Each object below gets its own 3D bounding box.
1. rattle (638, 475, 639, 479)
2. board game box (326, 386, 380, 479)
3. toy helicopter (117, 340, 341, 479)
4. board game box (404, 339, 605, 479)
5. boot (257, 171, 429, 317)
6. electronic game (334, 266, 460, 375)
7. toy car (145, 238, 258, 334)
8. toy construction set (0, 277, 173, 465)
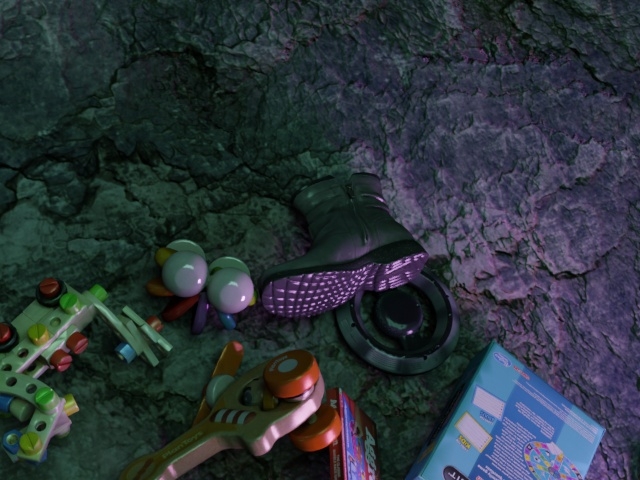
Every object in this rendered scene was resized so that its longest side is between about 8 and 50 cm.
[{"bbox_3d":[0.675,0.447,2.072,0.200,0.142,0.130,38,41,6],"label":"rattle"},{"bbox_3d":[0.057,0.385,1.843,0.027,0.145,0.281,-18,50,19],"label":"board game box"},{"bbox_3d":[-0.159,0.280,1.816,0.355,0.235,0.140,-32,120,-18],"label":"toy helicopter"},{"bbox_3d":[0.308,0.366,1.963,0.254,0.079,0.336,38,47,0],"label":"board game box"},{"bbox_3d":[0.000,0.000,2.023,0.338,0.118,0.222,-10,53,-35],"label":"boot"},{"bbox_3d":[0.135,0.130,2.059,0.229,0.048,0.229,7,58,-12],"label":"electronic game"},{"bbox_3d":[-0.196,0.085,1.917,0.182,0.159,0.136,21,96,-11],"label":"toy car"},{"bbox_3d":[-0.385,0.182,1.785,0.215,0.151,0.328,32,49,24],"label":"toy construction set"}]
